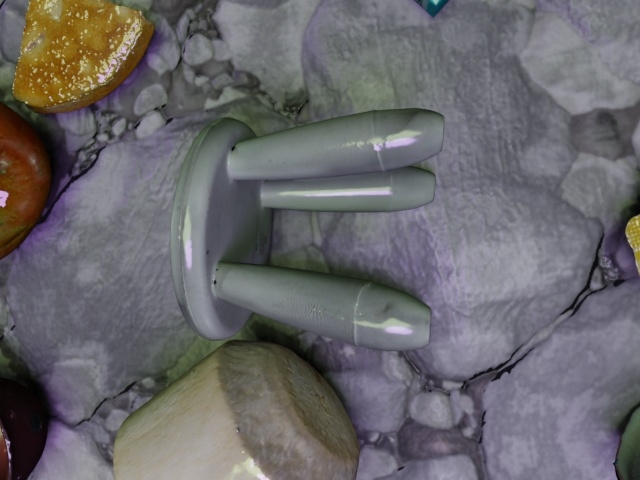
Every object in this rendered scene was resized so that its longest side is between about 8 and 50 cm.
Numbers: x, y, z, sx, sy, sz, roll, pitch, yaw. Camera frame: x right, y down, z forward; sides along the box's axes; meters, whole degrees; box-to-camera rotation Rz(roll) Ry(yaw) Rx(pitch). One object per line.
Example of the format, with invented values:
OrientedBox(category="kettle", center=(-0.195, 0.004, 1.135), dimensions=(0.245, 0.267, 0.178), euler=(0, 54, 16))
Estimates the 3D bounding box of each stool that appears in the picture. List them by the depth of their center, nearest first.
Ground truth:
OrientedBox(category="stool", center=(0.000, 0.000, 0.458), dimensions=(0.198, 0.195, 0.195), euler=(6, 80, 10))

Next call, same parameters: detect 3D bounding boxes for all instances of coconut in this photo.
OrientedBox(category="coconut", center=(-0.082, 0.211, 0.486), dimensions=(0.222, 0.202, 0.202), euler=(-39, 86, 5))

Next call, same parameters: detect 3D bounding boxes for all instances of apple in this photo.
OrientedBox(category="apple", center=(-0.385, -0.061, 0.526), dimensions=(0.195, 0.196, 0.196), euler=(0, 93, 9))

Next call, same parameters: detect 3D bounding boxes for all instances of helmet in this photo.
OrientedBox(category="helmet", center=(-0.372, 0.214, 0.575), dimensions=(0.175, 0.106, 0.155), euler=(-13, 89, 12))

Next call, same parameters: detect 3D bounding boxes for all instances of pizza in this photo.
OrientedBox(category="pizza", center=(-0.257, -0.212, 0.567), dimensions=(0.175, 0.046, 0.134), euler=(-18, 91, 9))

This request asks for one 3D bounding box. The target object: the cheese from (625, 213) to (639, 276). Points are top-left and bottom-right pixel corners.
OrientedBox(category="cheese", center=(0.402, -0.029, 0.459), dimensions=(0.270, 0.069, 0.177), euler=(-21, 92, 3))

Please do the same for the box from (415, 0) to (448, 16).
OrientedBox(category="box", center=(0.083, -0.354, 0.507), dimensions=(0.226, 0.042, 0.161), euler=(45, 97, 4))

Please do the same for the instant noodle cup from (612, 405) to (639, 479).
OrientedBox(category="instant noodle cup", center=(0.386, 0.215, 0.400), dimensions=(0.231, 0.243, 0.243), euler=(45, 98, 12))
